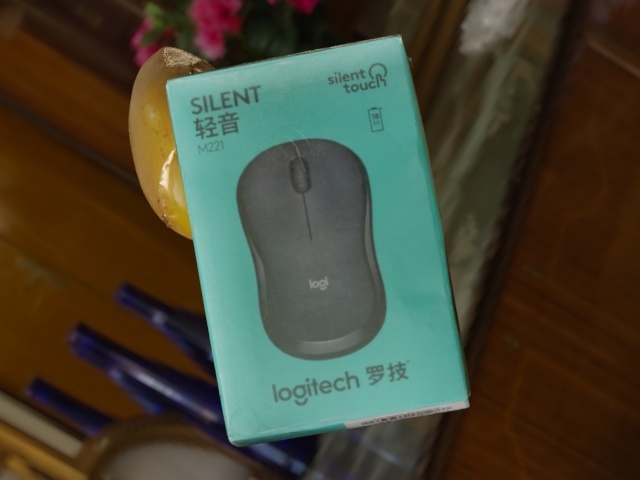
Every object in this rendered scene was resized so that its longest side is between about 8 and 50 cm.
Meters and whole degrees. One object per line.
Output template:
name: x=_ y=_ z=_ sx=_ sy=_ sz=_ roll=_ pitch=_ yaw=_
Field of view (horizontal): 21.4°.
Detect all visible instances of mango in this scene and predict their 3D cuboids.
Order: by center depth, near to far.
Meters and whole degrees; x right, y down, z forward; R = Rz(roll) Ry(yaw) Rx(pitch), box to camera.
mango: x=-0.145 y=-0.113 z=1.861 sx=0.138 sy=0.187 sz=0.257 roll=-28 pitch=29 yaw=1

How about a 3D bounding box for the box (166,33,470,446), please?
box: x=0.000 y=0.000 z=1.391 sx=0.118 sy=0.205 sz=0.311 roll=61 pitch=-160 yaw=-84
